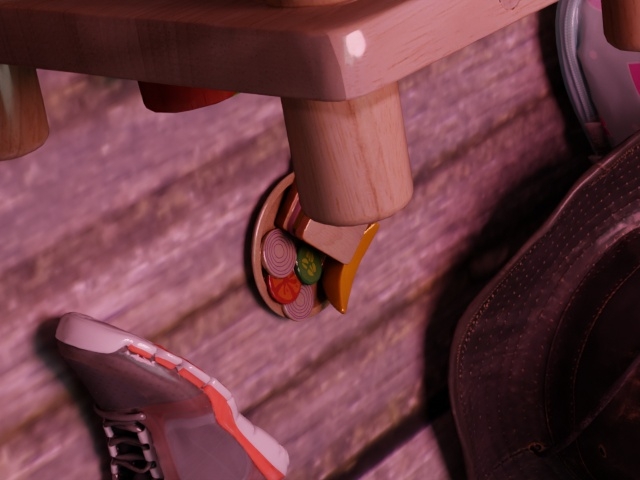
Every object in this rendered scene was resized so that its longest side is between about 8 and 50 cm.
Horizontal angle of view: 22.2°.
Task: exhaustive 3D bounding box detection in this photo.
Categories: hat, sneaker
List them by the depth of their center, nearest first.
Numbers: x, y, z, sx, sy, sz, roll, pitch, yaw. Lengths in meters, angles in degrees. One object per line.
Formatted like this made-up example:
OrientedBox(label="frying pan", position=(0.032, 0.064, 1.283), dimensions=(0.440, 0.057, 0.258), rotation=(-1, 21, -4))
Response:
OrientedBox(label="sneaker", position=(-0.071, 0.090, 0.731), dimensions=(0.065, 0.061, 0.158), rotation=(-57, 134, -14))
OrientedBox(label="hat", position=(0.233, 0.093, 0.931), dimensions=(0.331, 0.134, 0.331), rotation=(-16, 125, -24))

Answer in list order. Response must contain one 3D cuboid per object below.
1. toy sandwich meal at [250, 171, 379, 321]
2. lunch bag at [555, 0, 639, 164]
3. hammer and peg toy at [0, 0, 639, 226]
OrientedBox(label="toy sandwich meal", position=(0.000, 0.000, 0.810), dimensions=(0.085, 0.029, 0.086), rotation=(-13, 108, -46))
OrientedBox(label="lunch bag", position=(0.258, -0.138, 1.012), dimensions=(0.279, 0.107, 0.224), rotation=(-54, 139, -23))
OrientedBox(label="hammer and peg toy", position=(-0.035, -0.088, 0.573), dimensions=(0.361, 0.266, 0.127), rotation=(-30, 120, -42))
